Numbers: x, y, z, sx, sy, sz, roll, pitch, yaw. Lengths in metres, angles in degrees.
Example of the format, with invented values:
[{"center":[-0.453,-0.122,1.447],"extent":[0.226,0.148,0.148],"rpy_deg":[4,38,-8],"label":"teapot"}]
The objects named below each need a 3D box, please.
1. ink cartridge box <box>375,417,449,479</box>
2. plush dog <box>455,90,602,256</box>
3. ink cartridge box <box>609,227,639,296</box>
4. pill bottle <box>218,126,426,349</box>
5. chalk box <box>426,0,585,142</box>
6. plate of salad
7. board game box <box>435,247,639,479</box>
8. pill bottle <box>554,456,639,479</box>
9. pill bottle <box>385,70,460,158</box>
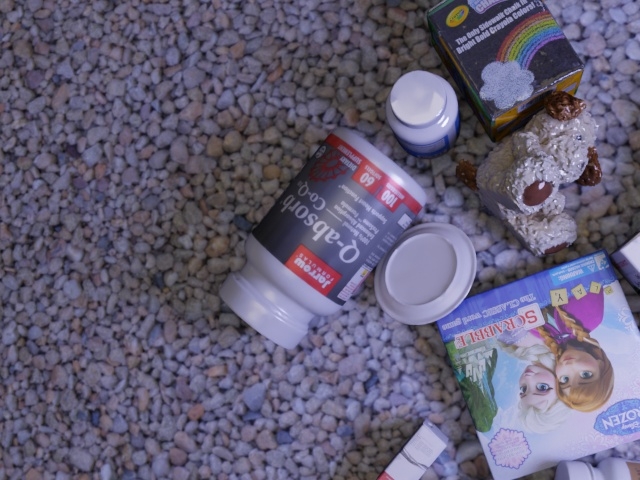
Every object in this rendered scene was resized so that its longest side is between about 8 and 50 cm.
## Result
[{"center":[0.160,0.383,1.444],"extent":[0.056,0.099,0.135],"rpy_deg":[40,93,12],"label":"ink cartridge box"},{"center":[0.375,-0.135,1.410],"extent":[0.225,0.262,0.210],"rpy_deg":[-42,52,-3],"label":"plush dog"},{"center":[0.583,0.077,1.360],"extent":[0.092,0.160,0.219],"rpy_deg":[-39,78,5],"label":"ink cartridge box"},{"center":[0.000,0.000,1.458],"extent":[0.210,0.210,0.363],"rpy_deg":[39,93,12],"label":"pill bottle"},{"center":[0.304,-0.351,1.451],"extent":[0.180,0.179,0.289],"rpy_deg":[-29,79,8],"label":"chalk box"},{"center":[0.187,0.060,1.478],"extent":[0.199,0.048,0.200],"rpy_deg":[-16,57,26],"label":"plate of salad"},{"center":[0.395,0.216,1.431],"extent":[0.318,0.066,0.318],"rpy_deg":[-22,81,9],"label":"board game box"},{"center":[0.503,0.420,1.340],"extent":[0.229,0.131,0.131],"rpy_deg":[6,86,3],"label":"pill bottle"},{"center":[0.178,-0.220,1.438],"extent":[0.124,0.221,0.124],"rpy_deg":[-1,84,11],"label":"pill bottle"}]
